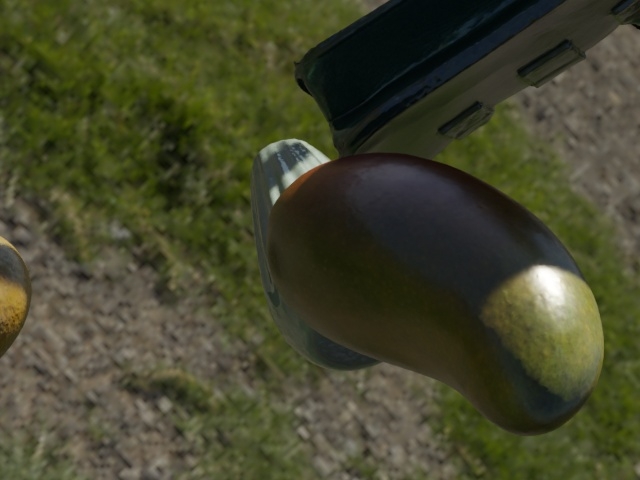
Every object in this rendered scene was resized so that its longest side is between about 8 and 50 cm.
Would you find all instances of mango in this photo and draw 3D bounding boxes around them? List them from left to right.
[{"bbox_3d":[0.073,0.022,1.016,0.146,0.129,0.289,-20,34,-39],"label":"mango"}]

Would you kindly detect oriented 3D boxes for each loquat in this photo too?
[{"bbox_3d":[-0.349,0.059,1.520,0.137,0.163,0.163,20,35,-10],"label":"loquat"}]

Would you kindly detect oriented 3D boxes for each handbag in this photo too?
[{"bbox_3d":[0.151,-0.169,1.231,0.089,0.326,0.238,59,15,13],"label":"handbag"}]

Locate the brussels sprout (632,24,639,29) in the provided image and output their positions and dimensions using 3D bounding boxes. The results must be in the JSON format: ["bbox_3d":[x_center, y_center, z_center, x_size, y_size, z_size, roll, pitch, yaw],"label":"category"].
[{"bbox_3d":[0.326,-0.235,1.596,0.051,0.046,0.083,45,13,8],"label":"brussels sprout"}]

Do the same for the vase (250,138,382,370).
[{"bbox_3d":[0.000,0.000,1.359,0.128,0.128,0.248,27,23,-32],"label":"vase"}]
